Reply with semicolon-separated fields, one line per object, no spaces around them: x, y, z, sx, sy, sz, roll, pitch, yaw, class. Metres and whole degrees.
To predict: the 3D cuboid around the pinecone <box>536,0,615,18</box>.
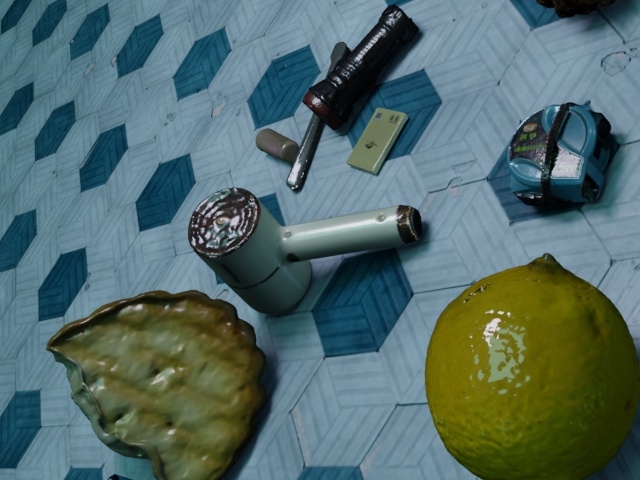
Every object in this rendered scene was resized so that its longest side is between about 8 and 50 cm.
0.354;-0.393;1.311;0.174;0.174;0.173;-27;48;33;pinecone

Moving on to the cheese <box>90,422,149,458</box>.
-0.280;0.238;1.579;0.266;0.127;0.233;-54;35;1;cheese

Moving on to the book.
0.094;-0.165;1.539;0.077;0.014;0.111;24;83;53;book

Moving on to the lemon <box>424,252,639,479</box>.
0.226;0.155;1.013;0.228;0.228;0.253;-8;61;44;lemon

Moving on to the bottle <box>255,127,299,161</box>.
-0.078;-0.173;1.705;0.096;0.045;0.045;32;90;50;bottle

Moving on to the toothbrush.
-0.003;-0.222;1.671;0.030;0.031;0.297;7;71;40;toothbrush

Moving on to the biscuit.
-0.244;0.244;1.428;0.078;0.329;0.334;138;127;-84;biscuit

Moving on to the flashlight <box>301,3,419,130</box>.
0.073;-0.299;1.603;0.232;0.093;0.093;-46;39;6;flashlight

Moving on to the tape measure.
0.308;-0.112;1.219;0.125;0.081;0.146;2;66;44;tape measure

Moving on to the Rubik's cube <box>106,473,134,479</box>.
-0.265;0.467;1.375;0.163;0.161;0.162;-53;38;5;Rubik's cube

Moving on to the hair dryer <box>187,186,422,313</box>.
0.000;0.000;1.420;0.362;0.203;0.128;-10;56;21;hair dryer
